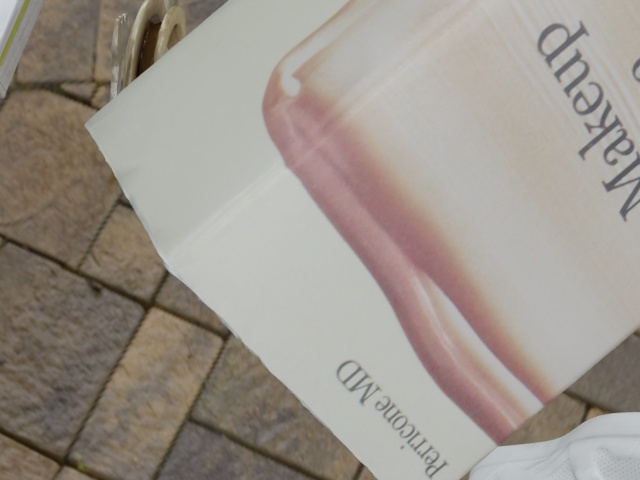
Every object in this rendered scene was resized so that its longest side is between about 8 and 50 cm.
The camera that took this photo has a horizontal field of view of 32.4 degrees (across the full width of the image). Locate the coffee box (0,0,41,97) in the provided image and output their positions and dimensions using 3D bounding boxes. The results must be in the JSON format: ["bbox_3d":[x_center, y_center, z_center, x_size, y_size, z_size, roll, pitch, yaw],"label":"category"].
[{"bbox_3d":[-0.483,-0.397,1.322,0.338,0.334,0.338,23,88,-13],"label":"coffee box"}]

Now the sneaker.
[{"bbox_3d":[0.205,0.247,0.916,0.108,0.292,0.169,40,56,-10],"label":"sneaker"}]

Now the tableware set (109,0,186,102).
[{"bbox_3d":[-0.089,-0.159,0.672,0.039,0.194,0.128,10,26,3],"label":"tableware set"}]

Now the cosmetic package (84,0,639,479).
[{"bbox_3d":[0.084,-0.067,0.396,0.296,0.153,0.129,-41,33,1],"label":"cosmetic package"}]
